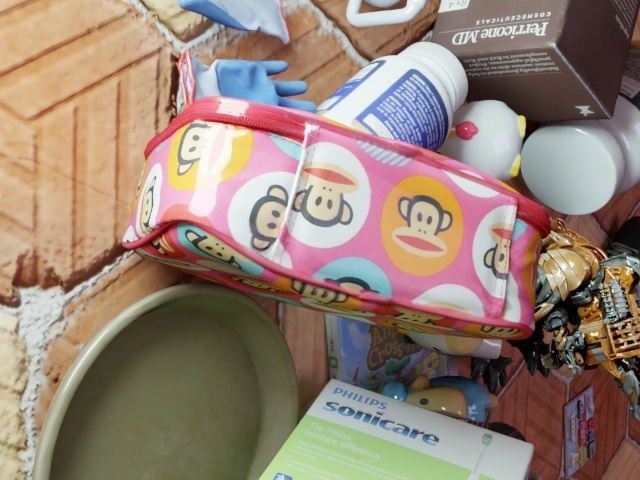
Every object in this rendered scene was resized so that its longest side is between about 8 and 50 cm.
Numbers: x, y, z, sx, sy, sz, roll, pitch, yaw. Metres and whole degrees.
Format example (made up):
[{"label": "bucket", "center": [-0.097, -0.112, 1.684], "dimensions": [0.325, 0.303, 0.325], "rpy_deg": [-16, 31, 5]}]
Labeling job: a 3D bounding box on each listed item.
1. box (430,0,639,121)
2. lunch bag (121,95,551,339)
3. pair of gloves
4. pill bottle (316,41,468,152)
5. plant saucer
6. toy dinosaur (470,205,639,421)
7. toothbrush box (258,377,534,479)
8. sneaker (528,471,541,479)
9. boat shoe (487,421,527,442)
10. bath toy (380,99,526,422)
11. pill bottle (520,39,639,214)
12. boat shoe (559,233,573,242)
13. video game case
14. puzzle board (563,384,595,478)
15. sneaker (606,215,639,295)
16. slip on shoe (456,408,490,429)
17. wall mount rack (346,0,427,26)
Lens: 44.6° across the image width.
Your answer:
[{"label": "box", "center": [0.255, -0.266, 0.910], "dimensions": [0.167, 0.168, 0.203], "rpy_deg": [29, 73, -45]}, {"label": "lunch bag", "center": [0.000, 0.000, 0.612], "dimensions": [0.293, 0.258, 0.120], "rpy_deg": [18, 78, -22]}, {"label": "pair of gloves", "center": [-0.066, -0.165, 0.641], "dimensions": [0.159, 0.023, 0.198], "rpy_deg": [9, 65, -54]}, {"label": "pill bottle", "center": [0.064, -0.116, 0.769], "dimensions": [0.186, 0.112, 0.112], "rpy_deg": [-45, 125, -33]}, {"label": "plant saucer", "center": [-0.120, 0.171, 0.651], "dimensions": [0.277, 0.041, 0.278], "rpy_deg": [-7, 99, -51]}, {"label": "toy dinosaur", "center": [0.288, 0.070, 0.930], "dimensions": [0.164, 0.218, 0.322], "rpy_deg": [17, 41, -30]}, {"label": "toothbrush box", "center": [0.041, 0.271, 0.659], "dimensions": [0.283, 0.206, 0.122], "rpy_deg": [-48, 145, -50]}, {"label": "sneaker", "center": [0.259, 0.391, 1.081], "dimensions": [0.192, 0.064, 0.086], "rpy_deg": [-22, 103, -43]}, {"label": "boat shoe", "center": [0.191, 0.396, 0.953], "dimensions": [0.132, 0.130, 0.355], "rpy_deg": [49, 61, -39]}, {"label": "bath toy", "center": [0.141, 0.011, 0.841], "dimensions": [0.151, 0.128, 0.349], "rpy_deg": [86, 12, -79]}, {"label": "pill bottle", "center": [0.401, -0.158, 1.083], "dimensions": [0.278, 0.162, 0.162], "rpy_deg": [-40, 122, -36]}, {"label": "boat shoe", "center": [0.340, 0.019, 1.117], "dimensions": [0.184, 0.066, 0.063], "rpy_deg": [24, 64, -43]}, {"label": "video game case", "center": [0.090, 0.141, 0.892], "dimensions": [0.212, 0.023, 0.194], "rpy_deg": [-16, 106, -44]}, {"label": "puzzle board", "center": [0.426, 0.313, 1.278], "dimensions": [0.096, 0.011, 0.128], "rpy_deg": [-19, 108, -44]}, {"label": "sneaker", "center": [0.469, 0.049, 1.241], "dimensions": [0.132, 0.086, 0.229], "rpy_deg": [31, 74, -42]}, {"label": "slip on shoe", "center": [0.167, 0.249, 0.975], "dimensions": [0.051, 0.041, 0.135], "rpy_deg": [53, 58, -36]}, {"label": "wall mount rack", "center": [0.036, -0.377, 0.694], "dimensions": [0.350, 0.130, 0.304], "rpy_deg": [26, 76, -46]}]
